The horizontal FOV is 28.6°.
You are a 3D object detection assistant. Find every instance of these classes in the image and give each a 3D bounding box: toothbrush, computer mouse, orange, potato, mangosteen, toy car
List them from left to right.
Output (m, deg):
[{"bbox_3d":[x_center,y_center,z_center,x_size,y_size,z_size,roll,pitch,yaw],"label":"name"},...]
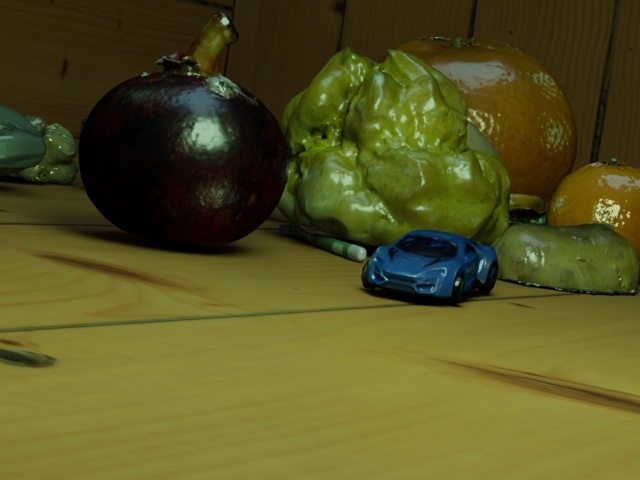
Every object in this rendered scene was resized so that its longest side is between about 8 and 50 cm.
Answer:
[{"bbox_3d":[-0.548,-0.126,1.745,0.331,0.095,0.197,-6,24,-25],"label":"computer mouse"},{"bbox_3d":[-0.144,-0.122,1.370,0.236,0.261,0.235,10,6,-1],"label":"mangosteen"},{"bbox_3d":[0.000,0.000,1.578,0.024,0.018,0.257,2,7,-23],"label":"toothbrush"},{"bbox_3d":[0.114,0.022,1.264,0.103,0.063,0.216,10,6,21],"label":"toy car"},{"bbox_3d":[0.260,-0.208,2.296,0.424,0.326,0.424,3,13,-1],"label":"orange"},{"bbox_3d":[0.297,0.016,1.527,0.200,0.081,0.164,3,8,-25],"label":"potato"},{"bbox_3d":[0.401,-0.028,1.693,0.193,0.161,0.193,10,9,-2],"label":"orange"}]

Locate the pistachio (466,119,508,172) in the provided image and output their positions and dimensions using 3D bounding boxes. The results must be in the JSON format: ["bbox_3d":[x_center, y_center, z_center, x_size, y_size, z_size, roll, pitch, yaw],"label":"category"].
[{"bbox_3d":[0.189,-0.100,1.969,0.188,0.187,0.299,13,-15,46],"label":"pistachio"}]

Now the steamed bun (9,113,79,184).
[{"bbox_3d":[-0.496,-0.154,2.035,0.192,0.106,0.177,9,4,29],"label":"steamed bun"}]

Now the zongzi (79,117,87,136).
[{"bbox_3d":[-0.209,-0.121,1.951,0.289,0.154,0.317,-3,15,-24],"label":"zongzi"}]

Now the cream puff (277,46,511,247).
[{"bbox_3d":[0.101,-0.115,1.627,0.291,0.257,0.324,7,6,-27],"label":"cream puff"}]

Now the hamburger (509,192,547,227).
[{"bbox_3d":[0.256,-0.026,1.818,0.164,0.093,0.190,9,4,40],"label":"hamburger"}]
